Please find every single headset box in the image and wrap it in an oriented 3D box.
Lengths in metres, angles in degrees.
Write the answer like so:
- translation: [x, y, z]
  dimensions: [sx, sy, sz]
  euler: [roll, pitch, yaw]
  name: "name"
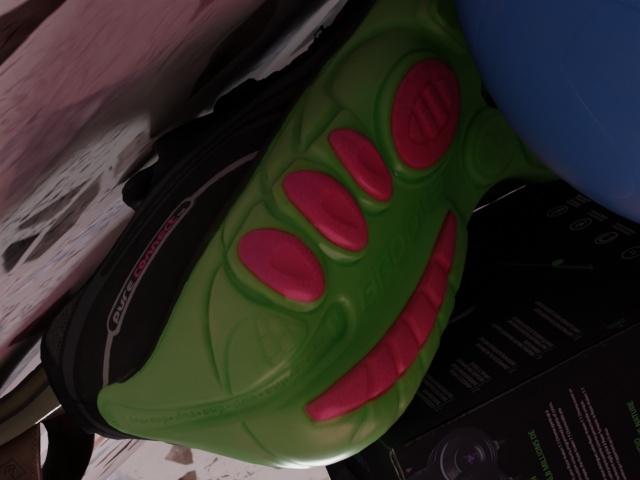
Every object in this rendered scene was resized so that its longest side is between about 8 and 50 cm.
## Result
- translation: [0.126, 0.074, 1.046]
  dimensions: [0.283, 0.131, 0.246]
  euler: [-26, -161, -10]
  name: "headset box"

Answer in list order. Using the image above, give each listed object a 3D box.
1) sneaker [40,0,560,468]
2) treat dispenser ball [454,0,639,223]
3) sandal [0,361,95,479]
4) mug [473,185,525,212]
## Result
- translation: [0.006, -0.052, 1.044]
  dimensions: [0.202, 0.185, 0.483]
  euler: [-10, -159, 32]
  name: "sneaker"
- translation: [0.203, -0.141, 0.896]
  dimensions: [0.288, 0.288, 0.288]
  euler: [-44, 177, -3]
  name: "treat dispenser ball"
- translation: [-0.187, 0.137, 1.262]
  dimensions: [0.303, 0.086, 0.120]
  euler: [-36, 179, 26]
  name: "sandal"
- translation: [0.257, -0.151, 1.782]
  dimensions: [0.328, 0.276, 0.374]
  euler: [-47, -166, -25]
  name: "mug"
